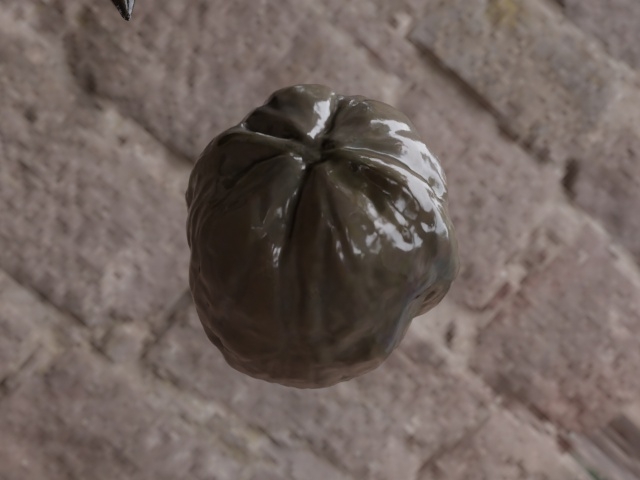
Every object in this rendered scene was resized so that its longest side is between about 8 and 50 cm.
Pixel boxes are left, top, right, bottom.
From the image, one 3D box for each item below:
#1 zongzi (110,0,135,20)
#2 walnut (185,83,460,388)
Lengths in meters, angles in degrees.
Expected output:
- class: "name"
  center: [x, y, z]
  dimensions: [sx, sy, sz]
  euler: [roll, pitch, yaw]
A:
- class: "zongzi"
  center: [-0.144, -0.213, 1.129]
  dimensions: [0.067, 0.073, 0.083]
  euler: [-4, 43, -50]
- class: "walnut"
  center: [0.000, 0.000, 1.127]
  dimensions: [0.224, 0.224, 0.224]
  euler: [41, 7, -6]
